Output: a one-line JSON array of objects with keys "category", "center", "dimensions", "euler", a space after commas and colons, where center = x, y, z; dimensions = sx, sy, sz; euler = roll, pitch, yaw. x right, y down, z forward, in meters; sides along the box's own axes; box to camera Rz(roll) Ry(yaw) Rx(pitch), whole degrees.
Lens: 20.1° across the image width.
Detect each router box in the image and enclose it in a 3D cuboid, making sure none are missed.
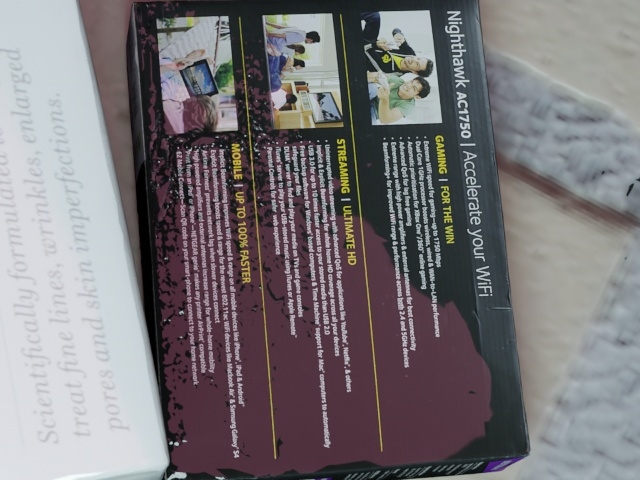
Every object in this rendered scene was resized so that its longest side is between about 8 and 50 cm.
[{"category": "router box", "center": [0.000, 0.000, 0.669], "dimensions": [0.133, 0.046, 0.179], "euler": [-3, 77, -10]}]

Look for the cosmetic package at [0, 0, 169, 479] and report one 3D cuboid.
[{"category": "cosmetic package", "center": [-0.138, 0.025, 0.571], "dimensions": [0.151, 0.184, 0.151], "euler": [-11, 79, -11]}]
